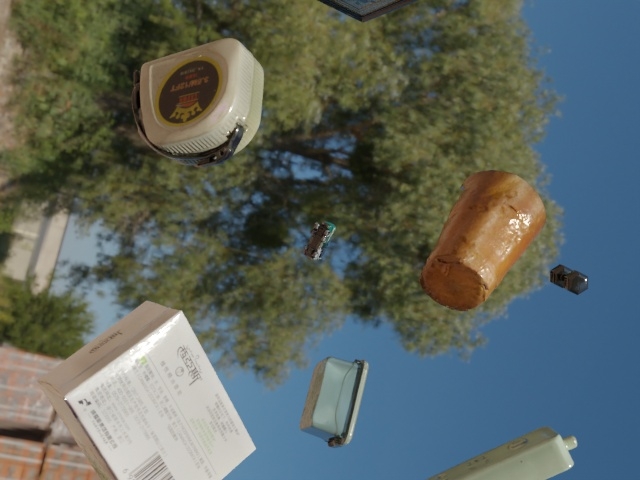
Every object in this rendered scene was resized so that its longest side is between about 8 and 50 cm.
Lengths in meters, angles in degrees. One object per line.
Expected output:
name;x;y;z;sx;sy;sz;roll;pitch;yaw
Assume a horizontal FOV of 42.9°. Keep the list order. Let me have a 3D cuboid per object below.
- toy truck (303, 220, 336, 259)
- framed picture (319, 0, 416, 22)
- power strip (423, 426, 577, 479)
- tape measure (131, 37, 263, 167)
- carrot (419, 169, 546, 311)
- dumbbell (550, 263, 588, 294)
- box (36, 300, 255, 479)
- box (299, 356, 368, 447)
toy truck;0.000;0.000;1.714;0.039;0.044;0.083;33;-76;33
framed picture;0.059;-0.458;1.478;0.195;0.199;0.010;0;-105;58
power strip;0.224;0.389;1.278;0.091;0.385;0.062;62;4;-87
tape measure;-0.244;-0.241;1.547;0.271;0.133;0.231;-7;-115;24
carrot;0.321;-0.001;1.653;0.254;0.196;0.196;-49;180;-37
dumbbell;0.408;0.064;1.341;0.040;0.036;0.083;-33;-170;-1
box;-0.235;0.246;1.136;0.194;0.260;0.111;-37;-156;-30
box;0.039;0.412;2.102;0.162;0.130;0.227;133;-24;-66
